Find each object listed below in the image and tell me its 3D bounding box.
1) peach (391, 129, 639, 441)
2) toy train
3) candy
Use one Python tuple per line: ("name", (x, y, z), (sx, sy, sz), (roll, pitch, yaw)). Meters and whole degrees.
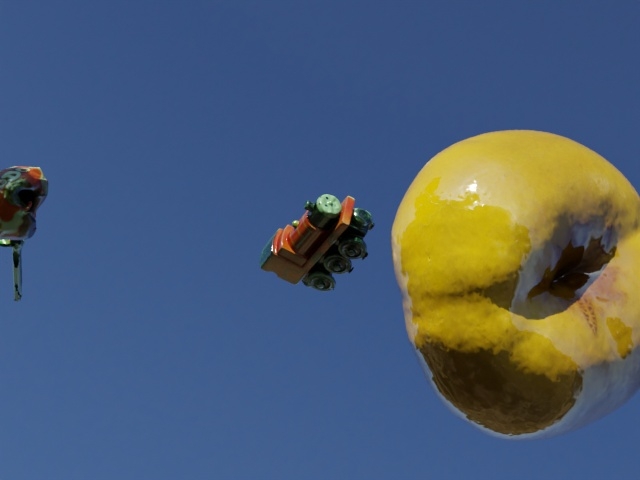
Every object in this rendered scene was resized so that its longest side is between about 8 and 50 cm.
("peach", (0.121, 0.022, 0.891), (0.179, 0.179, 0.103), (56, -27, -13))
("toy train", (0.000, 0.000, 1.290), (0.064, 0.044, 0.103), (28, -43, -14))
("candy", (-0.223, 0.003, 1.157), (0.049, 0.055, 0.185), (42, -26, 12))
